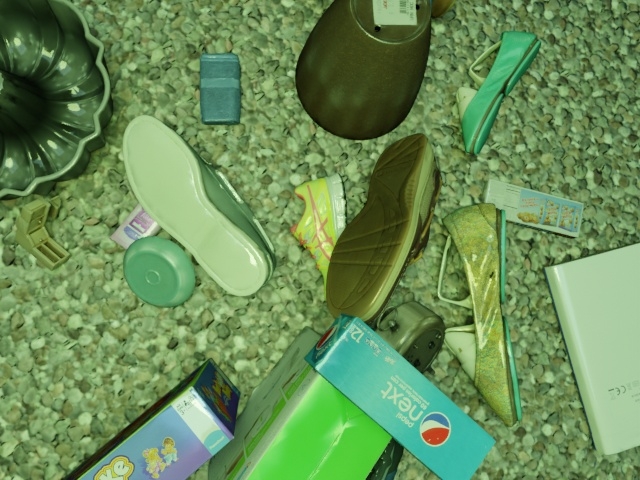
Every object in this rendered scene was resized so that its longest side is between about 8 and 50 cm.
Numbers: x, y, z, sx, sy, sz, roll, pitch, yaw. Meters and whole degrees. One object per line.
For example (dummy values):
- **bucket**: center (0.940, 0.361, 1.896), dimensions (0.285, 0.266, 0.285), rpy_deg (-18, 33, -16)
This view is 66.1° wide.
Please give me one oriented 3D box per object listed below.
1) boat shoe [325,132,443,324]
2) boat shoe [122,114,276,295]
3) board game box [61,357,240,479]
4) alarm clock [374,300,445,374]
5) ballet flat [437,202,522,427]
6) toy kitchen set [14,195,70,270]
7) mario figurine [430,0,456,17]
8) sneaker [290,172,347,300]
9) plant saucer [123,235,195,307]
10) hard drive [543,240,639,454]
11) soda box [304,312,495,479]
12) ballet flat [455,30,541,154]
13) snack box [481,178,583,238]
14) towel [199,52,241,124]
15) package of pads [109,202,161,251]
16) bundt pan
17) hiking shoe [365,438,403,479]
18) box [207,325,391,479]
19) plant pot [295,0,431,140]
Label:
- **boat shoe**: center (0.117, -0.008, 0.739), dimensions (0.123, 0.123, 0.342), rpy_deg (48, 49, -32)
- **boat shoe**: center (-0.183, -0.055, 0.761), dimensions (0.116, 0.099, 0.319), rpy_deg (-40, 86, 18)
- **board game box**: center (-0.266, 0.309, 0.635), dimensions (0.347, 0.233, 0.078), rpy_deg (-39, 90, -10)
- **alarm clock**: center (0.126, 0.151, 0.736), dimensions (0.129, 0.192, 0.064), rpy_deg (-48, 46, -8)
- **ballet flat**: center (0.249, 0.115, 0.789), dimensions (0.123, 0.123, 0.348), rpy_deg (-2, 85, -7)
- **toy kitchen set**: center (-0.398, -0.018, 0.739), dimensions (0.075, 0.083, 0.068), rpy_deg (41, 40, -2)
- **mario figurine**: center (0.081, -0.478, 0.783), dimensions (0.321, 0.198, 0.170), rpy_deg (12, 125, -12)
- **sneaker**: center (0.000, 0.000, 0.785), dimensions (0.094, 0.081, 0.208), rpy_deg (-5, 81, 4)
- **plant saucer**: center (-0.248, 0.052, 0.739), dimensions (0.119, 0.021, 0.119), rpy_deg (4, 111, 11)
- **hard drive**: center (0.526, 0.174, 0.843), dimensions (0.210, 0.040, 0.318), rpy_deg (-14, 86, -8)
- **soda box**: center (0.085, 0.175, 0.543), dimensions (0.210, 0.067, 0.071), rpy_deg (42, 78, -5)
- **ballet flat**: center (0.286, -0.259, 0.849), dimensions (0.087, 0.083, 0.247), rpy_deg (29, 81, 21)
- **snack box**: center (0.368, -0.054, 0.857), dimensions (0.178, 0.022, 0.064), rpy_deg (14, 82, -5)
- **towel**: center (-0.165, -0.248, 0.808), dimensions (0.067, 0.029, 0.119), rpy_deg (-1, 84, -7)
- **package of pads**: center (-0.282, -0.019, 0.768), dimensions (0.050, 0.032, 0.083), rpy_deg (38, 81, -5)
- **bundt pan**: center (-0.462, -0.205, 0.719), dimensions (0.331, 0.124, 0.330), rpy_deg (1, 83, -7)
- **hiking shoe**: center (0.058, 0.427, 0.743), dimensions (0.132, 0.113, 0.304), rpy_deg (32, 77, -30)
- **box**: center (-0.033, 0.266, 0.667), dimensions (0.127, 0.231, 0.262), rpy_deg (37, 80, -7)
- **plant pot**: center (0.078, -0.290, 0.740), dimensions (0.216, 0.230, 0.215), rpy_deg (1, 84, -7)
